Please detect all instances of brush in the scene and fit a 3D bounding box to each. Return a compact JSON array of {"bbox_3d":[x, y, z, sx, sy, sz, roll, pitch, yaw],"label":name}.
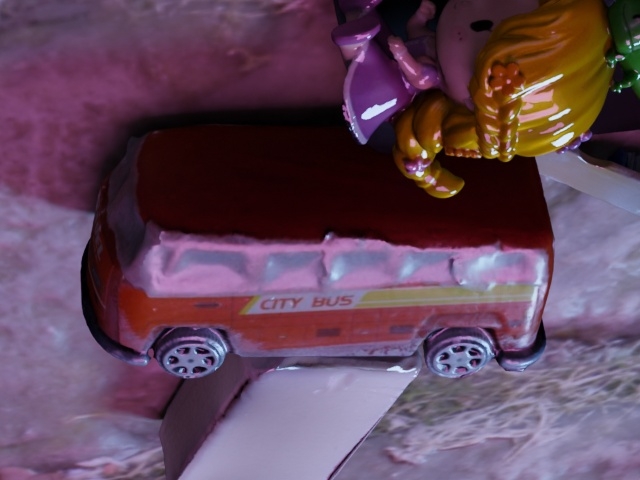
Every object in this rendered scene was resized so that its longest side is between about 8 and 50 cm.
[{"bbox_3d":[0.162,-0.045,1.136,0.178,0.030,0.033,20,151,-24],"label":"brush"}]

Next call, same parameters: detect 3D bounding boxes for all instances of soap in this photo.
[{"bbox_3d":[-0.024,0.105,1.268,0.121,0.064,0.183,5,144,-24],"label":"soap"}]

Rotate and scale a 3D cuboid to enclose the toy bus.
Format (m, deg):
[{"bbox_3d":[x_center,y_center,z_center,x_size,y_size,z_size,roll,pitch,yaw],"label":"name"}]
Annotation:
[{"bbox_3d":[0.000,0.000,1.070,0.265,0.121,0.120,1,140,-9],"label":"toy bus"}]

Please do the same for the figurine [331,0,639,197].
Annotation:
[{"bbox_3d":[0.092,-0.070,0.896,0.156,0.095,0.115,-9,132,14],"label":"figurine"}]

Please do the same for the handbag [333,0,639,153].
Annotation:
[{"bbox_3d":[0.174,-0.130,0.960,0.332,0.075,0.191,-10,142,2],"label":"handbag"}]
